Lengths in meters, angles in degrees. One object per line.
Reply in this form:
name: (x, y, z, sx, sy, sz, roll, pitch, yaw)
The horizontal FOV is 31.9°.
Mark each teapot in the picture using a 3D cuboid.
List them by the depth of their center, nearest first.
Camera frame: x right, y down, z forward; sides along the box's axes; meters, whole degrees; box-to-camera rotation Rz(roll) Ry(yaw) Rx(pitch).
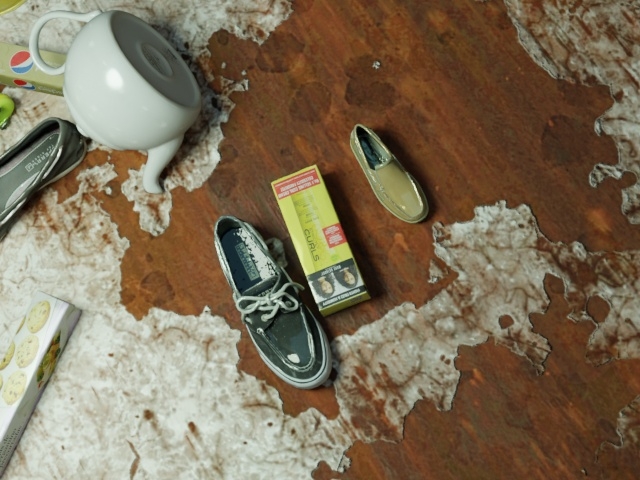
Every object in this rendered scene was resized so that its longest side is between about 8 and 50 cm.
teapot: (-0.337, -0.244, 1.851, 0.187, 0.252, 0.256, -37, 52, 21)

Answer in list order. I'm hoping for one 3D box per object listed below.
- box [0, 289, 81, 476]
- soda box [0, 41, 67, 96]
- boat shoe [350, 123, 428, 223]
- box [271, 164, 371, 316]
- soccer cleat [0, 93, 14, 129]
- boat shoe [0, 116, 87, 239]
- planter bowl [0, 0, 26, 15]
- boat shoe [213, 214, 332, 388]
box: (-0.490, 0.240, 1.805, 0.067, 0.063, 0.324, 22, 78, 14)
soda box: (-0.484, -0.295, 1.962, 0.181, 0.058, 0.061, 13, 76, 12)
boat shoe: (0.106, -0.110, 1.822, 0.068, 0.072, 0.190, -37, 73, -4)
box: (0.000, 0.000, 1.812, 0.087, 0.058, 0.232, -21, 72, 2)
soccer cleat: (-0.672, -0.194, 1.940, 0.289, 0.093, 0.121, -29, 70, -1)
boat shoe: (-0.542, -0.088, 1.890, 0.335, 0.095, 0.112, -43, 73, -6)
planter bowl: (-0.615, -0.519, 2.028, 0.217, 0.090, 0.217, -2, 73, 7)
boat shoe: (-0.080, 0.092, 1.771, 0.113, 0.105, 0.306, -25, 72, 0)
